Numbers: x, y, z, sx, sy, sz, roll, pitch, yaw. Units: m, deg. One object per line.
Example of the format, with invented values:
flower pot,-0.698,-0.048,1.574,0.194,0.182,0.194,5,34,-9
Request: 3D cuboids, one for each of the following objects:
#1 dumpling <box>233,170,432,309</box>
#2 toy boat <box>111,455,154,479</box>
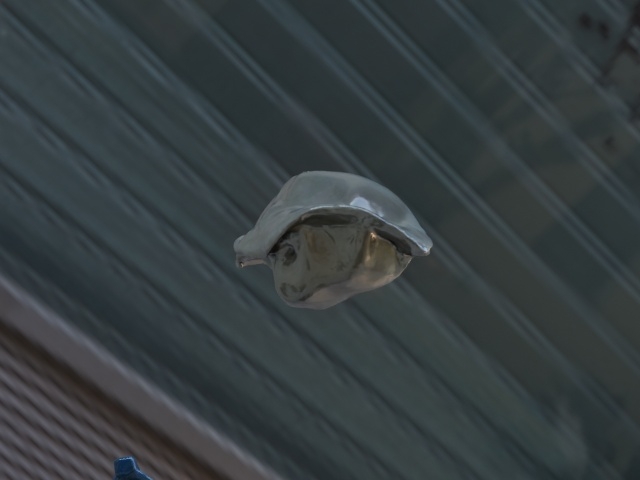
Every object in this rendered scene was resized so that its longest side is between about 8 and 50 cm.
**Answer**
dumpling,0.000,0.000,1.597,0.162,0.132,0.250,10,-12,-32
toy boat,-0.142,0.281,1.314,0.102,0.088,0.215,93,-12,-81
